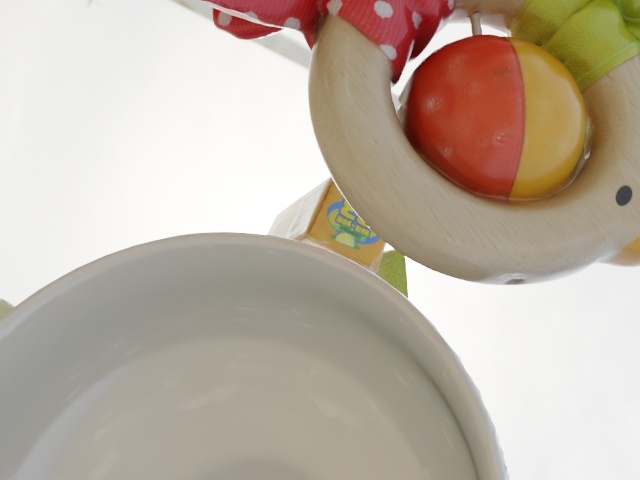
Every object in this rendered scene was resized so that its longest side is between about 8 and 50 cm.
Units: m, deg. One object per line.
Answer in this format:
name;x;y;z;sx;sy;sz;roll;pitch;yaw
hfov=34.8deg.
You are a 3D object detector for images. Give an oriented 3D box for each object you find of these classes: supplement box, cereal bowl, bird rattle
supplement box;0.000;0.000;1.057;0.080;0.078;0.233;-65;-168;-13
cereal bowl;-0.061;0.170;0.547;0.339;0.141;0.338;-8;-120;14
bird rattle;0.068;-0.083;0.452;0.143;0.254;0.206;138;-47;-55

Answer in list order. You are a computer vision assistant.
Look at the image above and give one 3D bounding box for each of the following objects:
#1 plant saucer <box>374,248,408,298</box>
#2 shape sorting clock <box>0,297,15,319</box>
plant saucer;0.025;0.112;1.243;0.188;0.045;0.188;-10;-98;44
shape sorting clock;-0.414;0.104;1.065;0.206;0.206;0.040;-48;-127;37
